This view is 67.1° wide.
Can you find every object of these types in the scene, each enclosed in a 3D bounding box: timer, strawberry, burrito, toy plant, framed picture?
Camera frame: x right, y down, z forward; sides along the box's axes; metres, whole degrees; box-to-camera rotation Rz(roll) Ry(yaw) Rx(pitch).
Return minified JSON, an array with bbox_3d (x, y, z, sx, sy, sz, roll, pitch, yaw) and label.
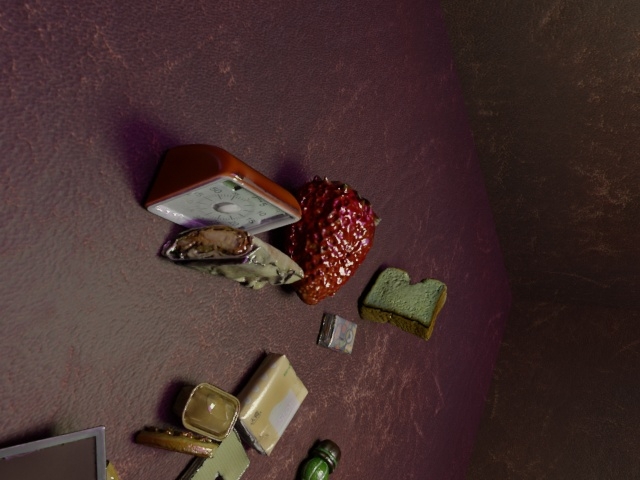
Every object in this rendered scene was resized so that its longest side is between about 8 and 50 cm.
[{"bbox_3d":[-0.202,-0.103,1.072,0.257,0.250,0.161,30,68,-51],"label":"timer"},{"bbox_3d":[-0.002,-0.001,1.378,0.343,0.292,0.292,-58,137,-14],"label":"strawberry"},{"bbox_3d":[-0.189,0.044,1.170,0.347,0.175,0.107,28,44,-51],"label":"burrito"},{"bbox_3d":[-0.004,0.717,1.529,0.162,0.092,0.093,-41,124,-42],"label":"toy plant"},{"bbox_3d":[-0.492,0.488,0.837,0.231,0.018,0.293,-2,93,-33],"label":"framed picture"}]

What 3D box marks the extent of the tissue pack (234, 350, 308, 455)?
[{"bbox_3d":[-0.143,0.444,1.319,0.222,0.090,0.186,-51,129,-40],"label":"tissue pack"}]

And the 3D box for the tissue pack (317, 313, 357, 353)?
[{"bbox_3d":[0.059,0.315,1.620,0.148,0.060,0.109,35,63,-50],"label":"tissue pack"}]

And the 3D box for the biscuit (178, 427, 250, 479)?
[{"bbox_3d":[-0.276,0.594,1.180,0.250,0.046,0.147,-48,130,-43],"label":"biscuit"}]

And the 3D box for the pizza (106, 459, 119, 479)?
[{"bbox_3d":[-0.451,0.565,0.926,0.134,0.056,0.271,38,62,-48],"label":"pizza"}]

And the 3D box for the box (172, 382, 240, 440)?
[{"bbox_3d":[-0.265,0.403,1.137,0.177,0.111,0.111,47,55,-44],"label":"box"}]

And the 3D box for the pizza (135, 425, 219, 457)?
[{"bbox_3d":[-0.318,0.445,1.070,0.175,0.134,0.046,18,63,-14],"label":"pizza"}]

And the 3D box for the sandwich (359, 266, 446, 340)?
[{"bbox_3d":[0.314,0.219,1.790,0.249,0.273,0.095,-52,146,-38],"label":"sandwich"}]
